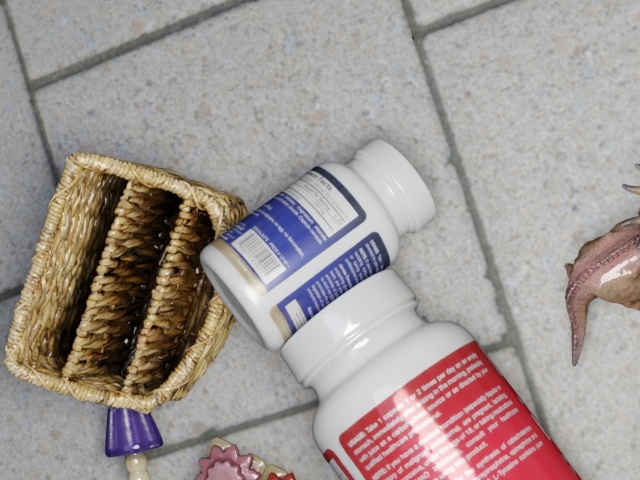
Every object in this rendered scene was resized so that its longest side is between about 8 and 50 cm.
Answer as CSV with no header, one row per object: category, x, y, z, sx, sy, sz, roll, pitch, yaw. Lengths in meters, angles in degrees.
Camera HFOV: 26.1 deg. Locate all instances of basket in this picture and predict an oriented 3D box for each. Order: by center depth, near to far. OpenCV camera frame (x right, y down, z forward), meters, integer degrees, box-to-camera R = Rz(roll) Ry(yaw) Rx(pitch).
basket,-0.227,0.061,1.732,0.213,0.223,0.299,21,94,16

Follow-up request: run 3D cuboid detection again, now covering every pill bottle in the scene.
pill bottle,0.138,0.245,1.612,0.229,0.229,0.408,-39,79,13
pill bottle,0.000,0.000,1.665,0.264,0.153,0.153,-36,78,-11

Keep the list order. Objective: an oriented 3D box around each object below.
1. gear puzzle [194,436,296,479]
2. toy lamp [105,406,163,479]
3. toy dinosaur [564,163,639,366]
gear puzzle,-0.025,0.390,1.705,0.339,0.044,0.175,25,96,13
toy lamp,-0.229,0.346,1.803,0.080,0.080,0.275,-12,88,16
toy dinosaur,0.356,0.012,1.566,0.296,0.200,0.127,-46,77,12
